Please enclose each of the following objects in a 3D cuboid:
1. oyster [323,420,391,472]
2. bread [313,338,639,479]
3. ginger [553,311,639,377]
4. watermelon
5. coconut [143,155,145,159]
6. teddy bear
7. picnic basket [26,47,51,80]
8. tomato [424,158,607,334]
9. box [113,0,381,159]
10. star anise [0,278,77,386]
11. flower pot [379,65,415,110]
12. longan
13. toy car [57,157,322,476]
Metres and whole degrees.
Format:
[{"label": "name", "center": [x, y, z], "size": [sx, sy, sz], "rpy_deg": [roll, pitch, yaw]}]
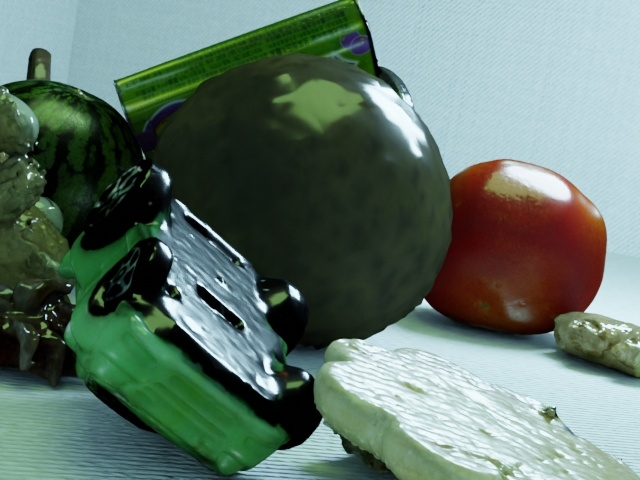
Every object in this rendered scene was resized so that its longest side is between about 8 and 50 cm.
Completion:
[{"label": "oyster", "center": [0.080, 0.175, 1.159], "size": [0.103, 0.051, 0.148], "rpy_deg": [25, 5, 42]}, {"label": "bread", "center": [0.132, 0.165, 1.053], "size": [0.316, 0.054, 0.316], "rpy_deg": [24, 11, -5]}, {"label": "ginger", "center": [0.388, 0.137, 1.818], "size": [0.137, 0.074, 0.213], "rpy_deg": [25, 0, -35]}, {"label": "watermelon", "center": [-0.381, -0.081, 1.801], "size": [0.285, 0.285, 0.285], "rpy_deg": [9, 6, -1]}, {"label": "coconut", "center": [-0.275, -0.033, 2.035], "size": [0.171, 0.183, 0.171], "rpy_deg": [44, 18, -19]}, {"label": "teddy bear", "center": [-0.373, -0.029, 1.508], "size": [0.156, 0.256, 0.267], "rpy_deg": [-42, 14, -27]}, {"label": "picnic basket", "center": [-0.482, -0.165, 2.190], "size": [0.337, 0.337, 0.293], "rpy_deg": [7, 7, -15]}, {"label": "tomato", "center": [0.275, 0.022, 1.965], "size": [0.299, 0.298, 0.226], "rpy_deg": [12, 47, 24]}, {"label": "box", "center": [-0.095, -0.221, 1.775], "size": [0.346, 0.097, 0.134], "rpy_deg": [-20, -31, -1]}, {"label": "star anise", "center": [-0.298, 0.077, 1.298], "size": [0.214, 0.099, 0.220], "rpy_deg": [22, 10, 20]}, {"label": "flower pot", "center": [-0.052, -0.122, 1.965], "size": [0.251, 0.379, 0.379], "rpy_deg": [16, 3, -27]}, {"label": "longan", "center": [-0.029, -0.043, 1.629], "size": [0.391, 0.391, 0.391], "rpy_deg": [9, 6, -1]}, {"label": "toy car", "center": [-0.131, 0.074, 1.144], "size": [0.213, 0.176, 0.358], "rpy_deg": [42, 14, -23]}]
